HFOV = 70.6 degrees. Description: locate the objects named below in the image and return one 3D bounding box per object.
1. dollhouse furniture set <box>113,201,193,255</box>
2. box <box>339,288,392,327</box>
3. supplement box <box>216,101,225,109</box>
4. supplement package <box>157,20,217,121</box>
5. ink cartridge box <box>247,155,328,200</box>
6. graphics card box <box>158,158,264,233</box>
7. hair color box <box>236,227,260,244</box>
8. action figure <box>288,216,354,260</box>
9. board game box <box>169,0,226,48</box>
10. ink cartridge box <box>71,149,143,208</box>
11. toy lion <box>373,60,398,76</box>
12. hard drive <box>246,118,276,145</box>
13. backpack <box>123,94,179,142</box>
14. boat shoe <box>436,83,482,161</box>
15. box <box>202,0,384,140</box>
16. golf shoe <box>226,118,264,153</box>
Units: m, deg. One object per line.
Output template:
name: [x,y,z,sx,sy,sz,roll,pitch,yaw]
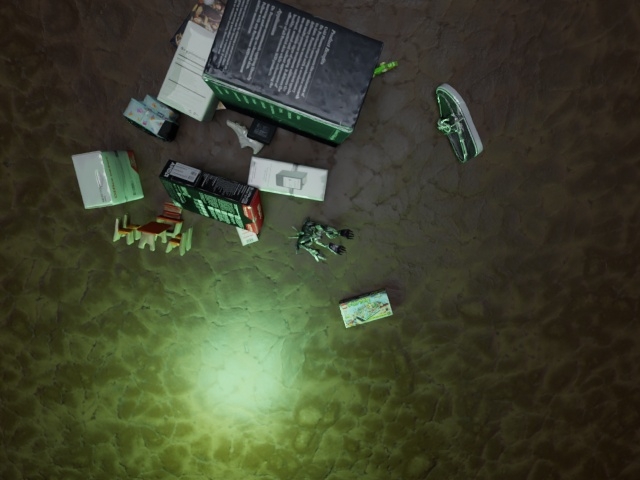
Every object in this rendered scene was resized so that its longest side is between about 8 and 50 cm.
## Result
dollhouse furniture set: [-0.629,-0.060,1.771,0.262,0.259,0.135,12,104,-2]
box: [0.193,0.290,1.939,0.207,0.036,0.114,-17,100,4]
supplement box: [-0.423,-0.546,1.784,0.098,0.036,0.062,-5,102,2]
supplement package: [-0.441,-0.609,1.659,0.175,0.177,0.293,26,101,-7]
ink cartridge box: [-0.119,-0.242,1.752,0.289,0.211,0.122,10,100,-2]
graphics card box: [-0.407,-0.163,1.733,0.371,0.233,0.094,17,67,7]
hair color box: [-0.311,-0.059,1.875,0.072,0.043,0.141,-18,99,4]
action figure: [0.000,0.000,1.823,0.141,0.275,0.164,35,73,-42]
board game box: [-0.437,-0.800,1.731,0.165,0.042,0.243,39,99,-7]
ink cartridge box: [-0.805,-0.239,1.731,0.114,0.273,0.197,-9,101,2]
toy lion: [0.243,-0.659,1.731,0.100,0.096,0.034,-10,104,44]
hard drive: [-0.222,-0.443,1.768,0.094,0.022,0.135,21,63,-5]
backpack: [-0.647,-0.477,1.736,0.188,0.166,0.144,23,99,-7]
boat shoe: [0.513,-0.450,1.749,0.105,0.113,0.306,-33,108,-7]
box: [-0.092,-0.546,1.533,0.471,0.480,0.297,21,94,-6]
golf shoe: [-0.308,-0.412,1.796,0.176,0.069,0.086,33,106,-4]
